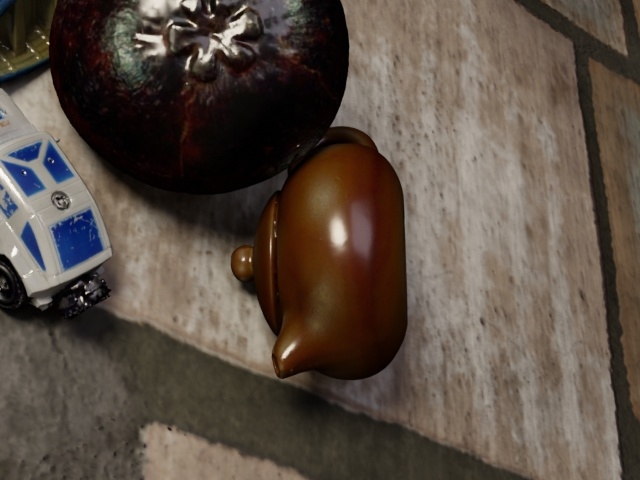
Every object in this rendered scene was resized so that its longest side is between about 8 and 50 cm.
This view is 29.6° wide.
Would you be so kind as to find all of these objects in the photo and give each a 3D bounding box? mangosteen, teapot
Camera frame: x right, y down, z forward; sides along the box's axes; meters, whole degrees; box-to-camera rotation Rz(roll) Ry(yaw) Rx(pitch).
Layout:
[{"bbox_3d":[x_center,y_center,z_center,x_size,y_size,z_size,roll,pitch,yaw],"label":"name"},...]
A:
[{"bbox_3d":[-0.093,-0.138,0.888,0.216,0.216,0.216,23,50,-31],"label":"mangosteen"},{"bbox_3d":[0.000,0.000,0.924,0.135,0.178,0.252,0,46,1],"label":"teapot"}]

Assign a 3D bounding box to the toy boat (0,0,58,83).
[{"bbox_3d":[-0.214,-0.164,0.882,0.046,0.080,0.229,22,39,16],"label":"toy boat"}]

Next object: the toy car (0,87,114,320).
[{"bbox_3d":[-0.198,-0.025,0.799,0.171,0.070,0.080,56,41,2],"label":"toy car"}]
